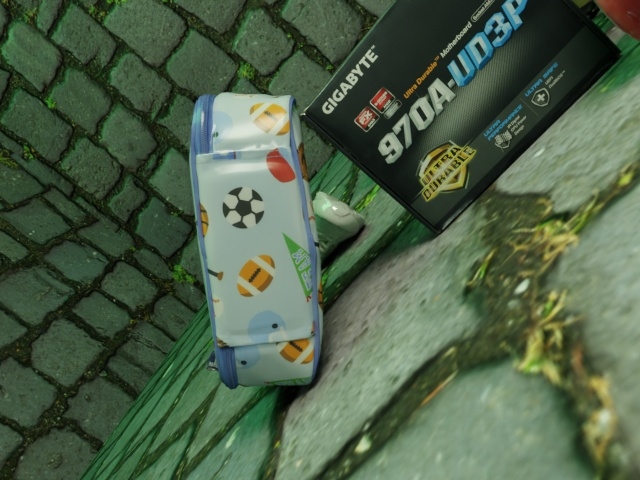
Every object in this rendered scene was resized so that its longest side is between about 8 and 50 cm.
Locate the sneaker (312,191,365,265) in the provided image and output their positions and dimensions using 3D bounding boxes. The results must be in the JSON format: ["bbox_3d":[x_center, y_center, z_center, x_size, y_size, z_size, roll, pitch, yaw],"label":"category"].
[{"bbox_3d":[0.000,0.000,0.878,0.115,0.090,0.232,-59,1,-13],"label":"sneaker"}]

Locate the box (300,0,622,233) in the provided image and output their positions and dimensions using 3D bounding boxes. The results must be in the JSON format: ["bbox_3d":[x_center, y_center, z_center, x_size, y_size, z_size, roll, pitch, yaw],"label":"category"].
[{"bbox_3d":[0.119,-0.142,0.496,0.220,0.175,0.051,-46,9,19],"label":"box"}]

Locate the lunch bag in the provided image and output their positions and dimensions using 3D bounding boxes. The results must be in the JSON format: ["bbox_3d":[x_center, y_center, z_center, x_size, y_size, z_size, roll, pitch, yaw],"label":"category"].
[{"bbox_3d":[-0.066,0.000,0.593,0.243,0.114,0.304,-125,32,-80],"label":"lunch bag"}]

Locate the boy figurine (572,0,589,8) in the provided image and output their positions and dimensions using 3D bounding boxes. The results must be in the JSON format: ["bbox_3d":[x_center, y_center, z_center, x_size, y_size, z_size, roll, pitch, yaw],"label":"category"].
[{"bbox_3d":[0.298,-0.322,0.473,0.285,0.092,0.177,-39,51,21],"label":"boy figurine"}]

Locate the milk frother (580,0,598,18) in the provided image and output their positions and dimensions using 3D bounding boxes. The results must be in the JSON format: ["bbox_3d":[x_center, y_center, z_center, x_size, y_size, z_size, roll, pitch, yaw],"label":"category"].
[{"bbox_3d":[0.256,-0.298,0.592,0.143,0.134,0.129,-45,16,39],"label":"milk frother"}]

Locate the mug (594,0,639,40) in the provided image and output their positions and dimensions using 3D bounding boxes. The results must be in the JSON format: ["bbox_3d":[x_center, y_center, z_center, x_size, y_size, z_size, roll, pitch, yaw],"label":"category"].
[{"bbox_3d":[0.267,-0.233,0.344,0.169,0.113,0.150,-32,21,56],"label":"mug"}]
